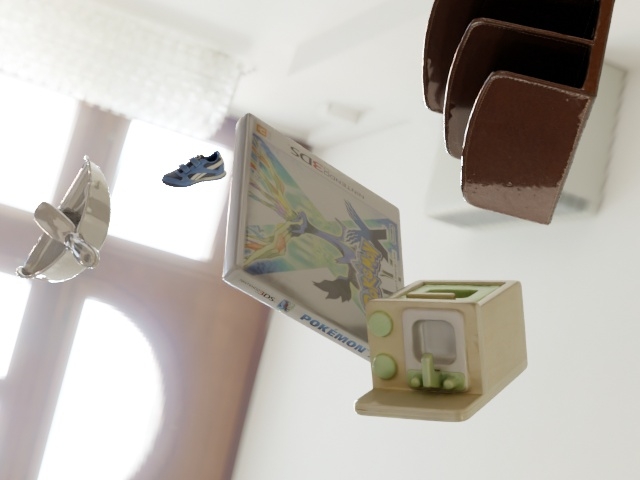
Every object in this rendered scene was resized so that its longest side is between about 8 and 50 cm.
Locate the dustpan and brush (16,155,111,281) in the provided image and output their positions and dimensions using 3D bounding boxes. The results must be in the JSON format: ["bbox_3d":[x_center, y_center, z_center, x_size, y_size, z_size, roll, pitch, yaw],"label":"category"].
[{"bbox_3d":[-0.254,-0.005,1.255,0.211,0.060,0.147,32,-89,50],"label":"dustpan and brush"}]

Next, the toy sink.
[{"bbox_3d":[0.150,0.128,1.554,0.153,0.234,0.131,-1,-79,29],"label":"toy sink"}]

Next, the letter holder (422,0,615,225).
[{"bbox_3d":[0.220,-0.175,1.527,0.302,0.214,0.152,91,14,-62],"label":"letter holder"}]

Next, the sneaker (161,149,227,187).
[{"bbox_3d":[-0.263,-0.148,2.533,0.053,0.144,0.059,41,-41,46],"label":"sneaker"}]

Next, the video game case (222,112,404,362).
[{"bbox_3d":[0.000,0.000,1.725,0.036,0.300,0.329,-41,-149,32],"label":"video game case"}]
